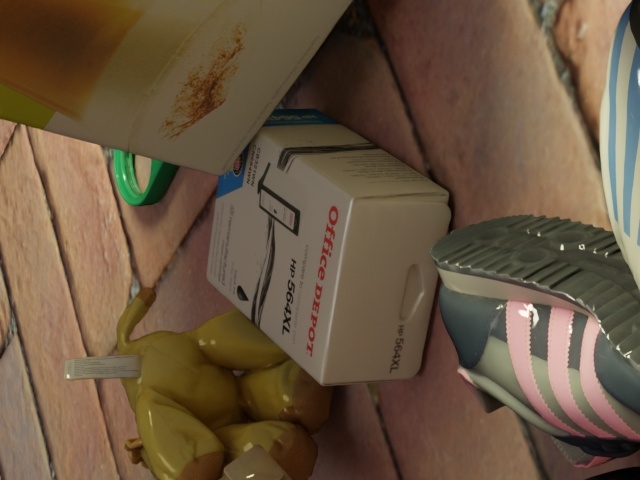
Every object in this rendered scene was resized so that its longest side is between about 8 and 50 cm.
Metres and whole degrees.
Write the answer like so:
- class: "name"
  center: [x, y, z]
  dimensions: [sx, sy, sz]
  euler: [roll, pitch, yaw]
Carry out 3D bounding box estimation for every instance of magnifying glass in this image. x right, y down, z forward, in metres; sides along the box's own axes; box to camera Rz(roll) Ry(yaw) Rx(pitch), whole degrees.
- class: "magnifying glass"
  center: [-0.140, -0.092, 1.567]
  dimensions: [0.231, 0.026, 0.092]
  euler: [-23, 72, 61]

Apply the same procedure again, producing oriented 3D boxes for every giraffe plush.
- class: "giraffe plush"
  center: [-0.096, 0.154, 1.383]
  dimensions: [0.170, 0.210, 0.181]
  euler: [89, -167, -55]

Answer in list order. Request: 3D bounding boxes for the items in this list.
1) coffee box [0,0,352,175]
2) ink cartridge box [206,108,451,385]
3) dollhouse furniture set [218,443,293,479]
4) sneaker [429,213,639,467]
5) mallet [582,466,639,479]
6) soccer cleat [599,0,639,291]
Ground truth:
- class: "coffee box"
  center: [-0.158, -0.303, 1.197]
  dimensions: [0.337, 0.334, 0.338]
  euler: [-52, 47, 25]
- class: "ink cartridge box"
  center: [0.000, 0.000, 1.263]
  dimensions: [0.203, 0.086, 0.148]
  euler: [37, 123, 55]
- class: "dollhouse furniture set"
  center: [-0.050, 0.379, 1.180]
  dimensions: [0.355, 0.303, 0.173]
  euler: [46, 160, 30]
- class: "sneaker"
  center: [0.181, 0.080, 0.960]
  dimensions: [0.319, 0.112, 0.131]
  euler: [29, 134, 59]
- class: "mallet"
  center: [0.222, 0.134, 0.947]
  dimensions: [0.190, 0.062, 0.039]
  euler: [-24, 77, 43]
- class: "soccer cleat"
  center: [0.208, 0.006, 0.838]
  dimensions: [0.143, 0.116, 0.331]
  euler: [98, 173, -47]
